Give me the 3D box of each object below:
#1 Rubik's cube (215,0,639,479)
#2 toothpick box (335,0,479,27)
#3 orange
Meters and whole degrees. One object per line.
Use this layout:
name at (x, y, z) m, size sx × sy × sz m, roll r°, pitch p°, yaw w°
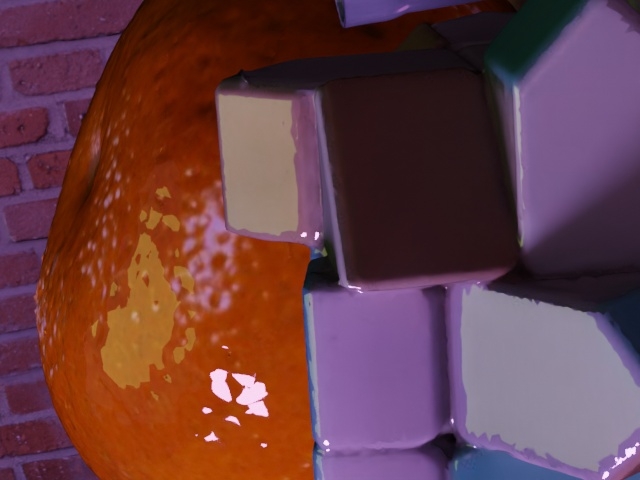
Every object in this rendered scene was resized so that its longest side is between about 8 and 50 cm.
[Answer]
Rubik's cube at (0.077, 0.005, 0.646) m, size 0.265 × 0.224 × 0.213 m, roll -85°, pitch -7°, yaw -74°
toothpick box at (0.077, -0.157, 0.794) m, size 0.101 × 0.153 × 0.101 m, roll 171°, pitch 90°, yaw -89°
orange at (0.000, 0.000, 1.151) m, size 0.424 × 0.326 × 0.424 m, roll -162°, pitch 90°, yaw -72°
